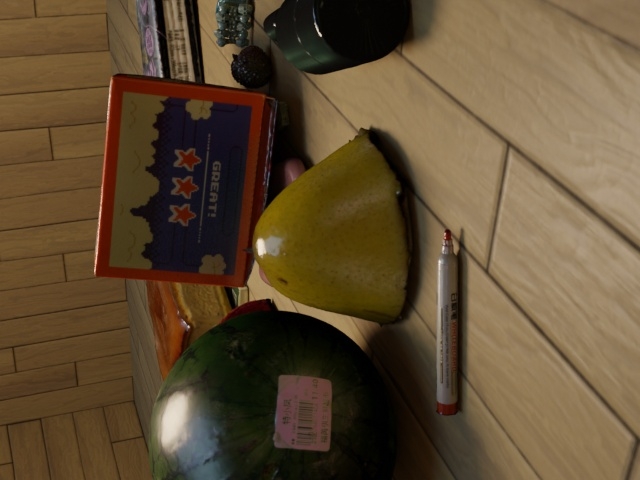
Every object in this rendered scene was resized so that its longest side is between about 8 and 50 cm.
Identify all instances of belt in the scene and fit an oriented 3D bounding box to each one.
[{"bbox_3d":[-0.148,-0.432,1.613,0.179,0.065,0.100,107,159,-53],"label":"belt"}]

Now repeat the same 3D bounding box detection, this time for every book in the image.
[{"bbox_3d":[-0.209,0.127,2.085,0.264,0.027,0.202,-127,33,-54],"label":"book"}]

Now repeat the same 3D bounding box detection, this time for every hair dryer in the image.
[{"bbox_3d":[0.016,-0.355,1.124,0.244,0.116,0.303,-162,77,-70],"label":"hair dryer"}]

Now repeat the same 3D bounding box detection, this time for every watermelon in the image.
[{"bbox_3d":[-0.064,0.264,1.244,0.363,0.363,0.363,172,90,-72],"label":"watermelon"}]

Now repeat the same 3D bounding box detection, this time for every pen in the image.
[{"bbox_3d":[0.141,0.092,1.031,0.026,0.026,0.218,-143,48,-65],"label":"pen"}]

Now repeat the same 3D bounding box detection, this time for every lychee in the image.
[{"bbox_3d":[-0.117,-0.291,1.563,0.083,0.068,0.067,46,124,14],"label":"lychee"}]

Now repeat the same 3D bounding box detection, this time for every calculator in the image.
[{"bbox_3d":[-0.063,-0.025,1.552,0.329,0.048,0.220,157,106,-71],"label":"calculator"}]

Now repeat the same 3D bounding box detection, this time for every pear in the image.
[{"bbox_3d":[0.000,0.003,1.183,0.267,0.178,0.267,168,90,-69],"label":"pear"}]

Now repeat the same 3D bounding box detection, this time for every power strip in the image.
[{"bbox_3d":[-0.071,-0.202,1.546,0.090,0.016,0.040,163,99,-72],"label":"power strip"}]

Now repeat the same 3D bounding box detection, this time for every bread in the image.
[{"bbox_3d":[-0.302,0.156,2.105,0.324,0.143,0.333,103,152,-46],"label":"bread"}]

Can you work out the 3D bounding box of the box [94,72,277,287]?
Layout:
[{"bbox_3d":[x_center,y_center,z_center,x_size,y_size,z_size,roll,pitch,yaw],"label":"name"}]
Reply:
[{"bbox_3d":[-0.239,-0.113,1.589,0.348,0.256,0.319,-141,58,-75],"label":"box"}]

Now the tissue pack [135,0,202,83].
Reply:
[{"bbox_3d":[-0.351,-0.435,2.137,0.259,0.122,0.361,-148,50,-69],"label":"tissue pack"}]

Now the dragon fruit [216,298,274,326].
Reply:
[{"bbox_3d":[-0.119,0.222,1.703,0.163,0.189,0.262,-52,36,23],"label":"dragon fruit"}]
